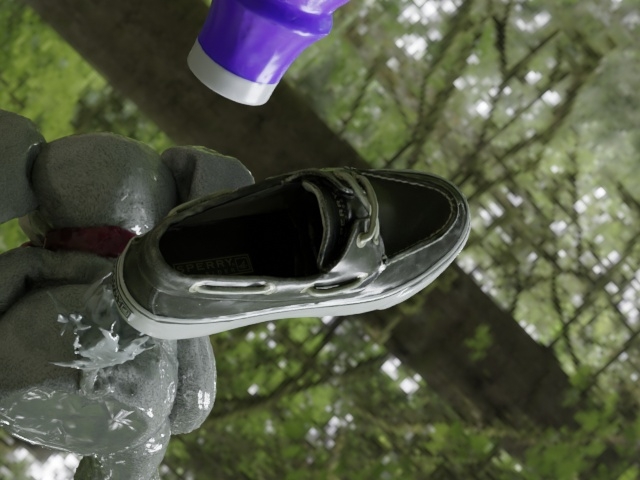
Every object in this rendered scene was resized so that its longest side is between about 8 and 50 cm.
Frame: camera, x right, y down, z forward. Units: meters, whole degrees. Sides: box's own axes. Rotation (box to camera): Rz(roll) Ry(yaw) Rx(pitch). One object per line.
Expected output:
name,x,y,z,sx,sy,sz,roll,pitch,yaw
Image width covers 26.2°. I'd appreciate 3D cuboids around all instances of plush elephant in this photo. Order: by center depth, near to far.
plush elephant,-0.193,0.029,1.084,0.330,0.272,0.255,-47,-149,49

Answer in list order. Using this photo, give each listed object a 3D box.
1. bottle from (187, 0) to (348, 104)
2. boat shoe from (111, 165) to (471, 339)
bottle,0.000,-0.223,0.932,0.283,0.118,0.092,-57,-132,25
boat shoe,0.000,0.000,0.727,0.219,0.078,0.070,-15,164,-32
